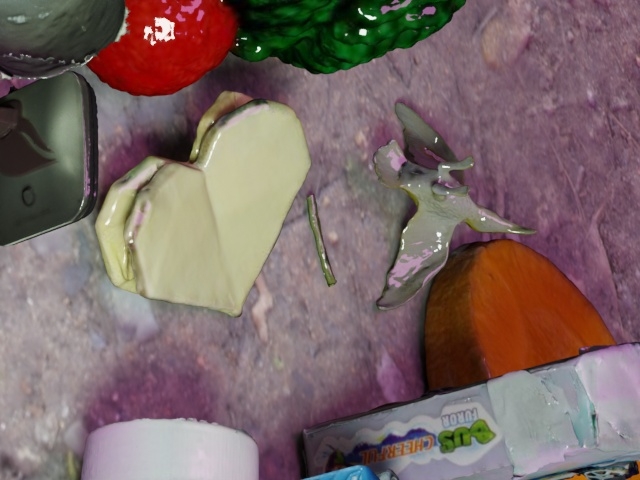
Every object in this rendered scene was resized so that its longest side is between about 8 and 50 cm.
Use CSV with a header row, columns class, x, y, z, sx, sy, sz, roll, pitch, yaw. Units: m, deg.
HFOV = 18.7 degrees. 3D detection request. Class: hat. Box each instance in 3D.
class,x,y,z,sx,sy,sz,roll,pitch,yaw
hat,-0.058,-0.235,1.568,0.332,0.274,0.242,-27,110,-27

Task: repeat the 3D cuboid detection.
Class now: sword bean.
class,x,y,z,sx,sy,sz,roll,pitch,yaw
sword bean,0.000,0.000,1.704,0.012,0.012,0.083,-11,85,-52

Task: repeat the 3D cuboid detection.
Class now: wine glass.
class,x,y,z,sx,sy,sz,roll,pitch,yaw
wine glass,-0.225,-0.220,1.345,0.126,0.126,0.241,22,27,-45

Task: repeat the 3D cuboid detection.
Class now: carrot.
class,x,y,z,sx,sy,sz,roll,pitch,yaw
carrot,0.208,0.140,1.836,0.258,0.100,0.307,-34,101,-54

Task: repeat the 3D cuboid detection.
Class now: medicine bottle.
class,x,y,z,sx,sy,sz,roll,pitch,yaw
medicine bottle,-0.109,0.263,1.356,0.152,0.152,0.254,25,56,-43

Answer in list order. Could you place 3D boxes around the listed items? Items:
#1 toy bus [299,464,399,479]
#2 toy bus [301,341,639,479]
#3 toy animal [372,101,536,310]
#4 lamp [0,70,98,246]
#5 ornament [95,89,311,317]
class,x,y,z,sx,sy,sz,roll,pitch,yaw
toy bus,0.036,0.279,1.504,0.246,0.113,0.134,54,23,-48
toy bus,0.134,0.157,1.560,0.138,0.317,0.112,4,70,-48
toy animal,0.121,-0.033,1.766,0.095,0.155,0.219,83,20,-62
lamp,-0.242,-0.061,1.278,0.283,0.203,0.124,-12,86,-53
ornament,-0.087,-0.008,1.544,0.201,0.059,0.180,-42,135,-34
